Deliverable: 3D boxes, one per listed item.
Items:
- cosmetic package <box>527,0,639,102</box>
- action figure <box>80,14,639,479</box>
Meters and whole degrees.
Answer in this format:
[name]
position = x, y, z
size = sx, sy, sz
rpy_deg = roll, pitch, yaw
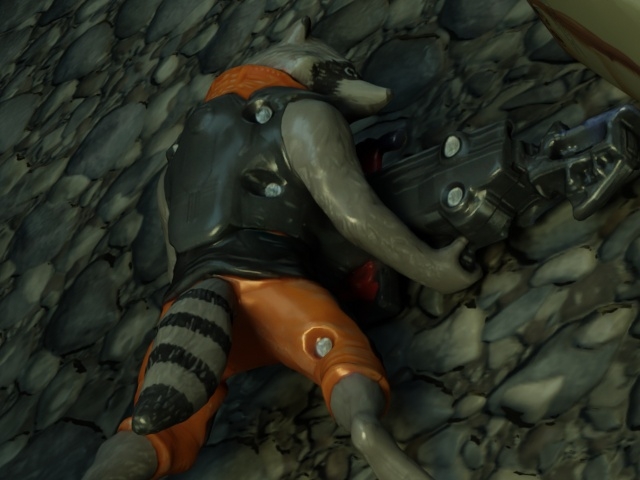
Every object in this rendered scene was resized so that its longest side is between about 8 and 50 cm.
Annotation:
[cosmetic package]
position = 0.214, -0.149, 0.953
size = 0.153, 0.129, 0.296
rpy_deg = -38, 27, 2
[action figure]
position = 0.000, 0.000, 0.967
size = 0.341, 0.178, 0.330
rpy_deg = -27, 40, 29
